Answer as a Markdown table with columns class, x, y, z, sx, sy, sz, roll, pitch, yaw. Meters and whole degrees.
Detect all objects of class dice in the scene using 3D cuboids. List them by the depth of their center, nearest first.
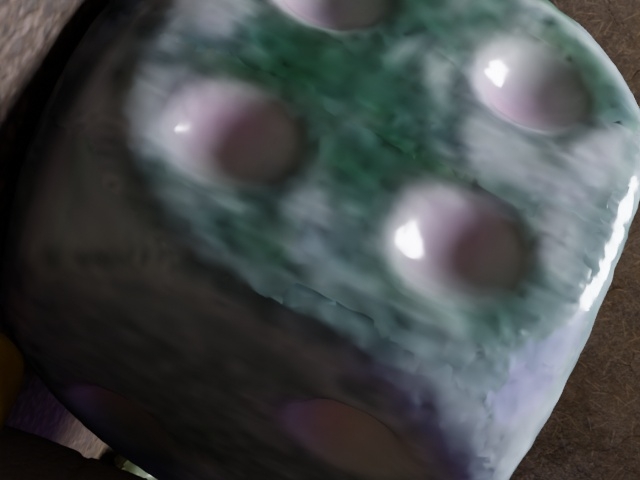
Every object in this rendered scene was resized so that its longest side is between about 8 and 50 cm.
| class | x | y | z | sx | sy | sz | roll | pitch | yaw |
| --- | --- | --- | --- | --- | --- | --- | --- | --- | --- |
| dice | 0.000 | 0.000 | 0.753 | 0.328 | 0.348 | 0.330 | -61 | 176 | -34 |

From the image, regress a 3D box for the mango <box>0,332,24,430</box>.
| class | x | y | z | sx | sy | sz | roll | pitch | yaw |
| --- | --- | --- | --- | --- | --- | --- | --- | --- | --- |
| mango | -0.205 | 0.101 | 0.553 | 0.161 | 0.076 | 0.103 | -66 | 170 | -57 |

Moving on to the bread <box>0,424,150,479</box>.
| class | x | y | z | sx | sy | sz | roll | pitch | yaw |
| --- | --- | --- | --- | --- | --- | --- | --- | --- | --- |
| bread | -0.195 | 0.212 | 0.725 | 0.134 | 0.141 | 0.148 | 92 | 18 | -62 |

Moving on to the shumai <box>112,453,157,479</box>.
| class | x | y | z | sx | sy | sz | roll | pitch | yaw |
| --- | --- | --- | --- | --- | --- | --- | --- | --- | --- |
| shumai | -0.130 | 0.421 | 1.184 | 0.324 | 0.324 | 0.397 | -61 | 170 | -62 |
